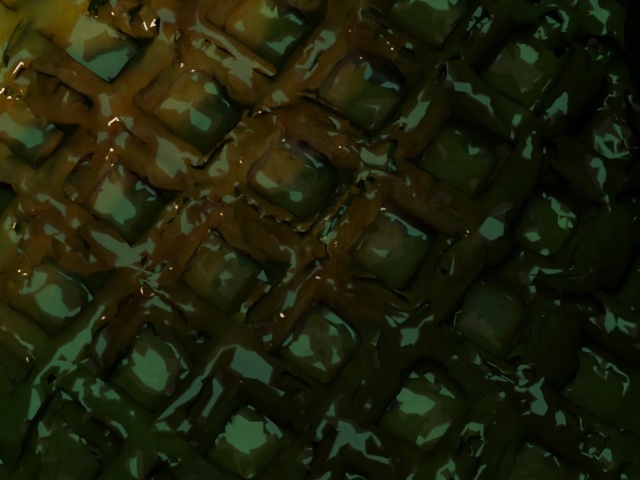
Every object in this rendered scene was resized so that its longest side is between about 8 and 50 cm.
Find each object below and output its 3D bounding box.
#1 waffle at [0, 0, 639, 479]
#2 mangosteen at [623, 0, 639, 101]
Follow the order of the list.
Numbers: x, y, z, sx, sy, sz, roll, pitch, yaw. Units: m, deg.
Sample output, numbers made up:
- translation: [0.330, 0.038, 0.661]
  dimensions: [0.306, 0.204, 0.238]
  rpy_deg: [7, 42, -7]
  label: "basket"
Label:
- translation: [0.000, 0.001, 0.544]
  dimensions: [0.245, 0.052, 0.254]
  rpy_deg: [-12, 69, -8]
  label: "waffle"
- translation: [0.210, -0.021, 0.472]
  dimensions: [0.287, 0.287, 0.233]
  rpy_deg: [-14, 96, -8]
  label: "mangosteen"
